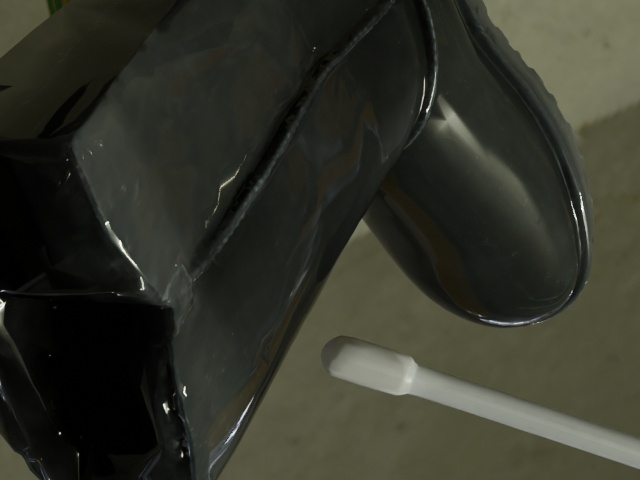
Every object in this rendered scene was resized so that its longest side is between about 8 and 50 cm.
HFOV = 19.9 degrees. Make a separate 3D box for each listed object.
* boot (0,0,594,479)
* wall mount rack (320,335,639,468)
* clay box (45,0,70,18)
[{"bbox_3d":[-0.001,-0.002,0.952,0.146,0.367,0.445,-20,-158,27],"label":"boot"},{"bbox_3d":[0.115,0.189,0.786,0.304,0.130,0.350,21,84,-41],"label":"wall mount rack"},{"bbox_3d":[-0.135,-0.097,1.140,0.053,0.222,0.127,-12,168,-5],"label":"clay box"}]
